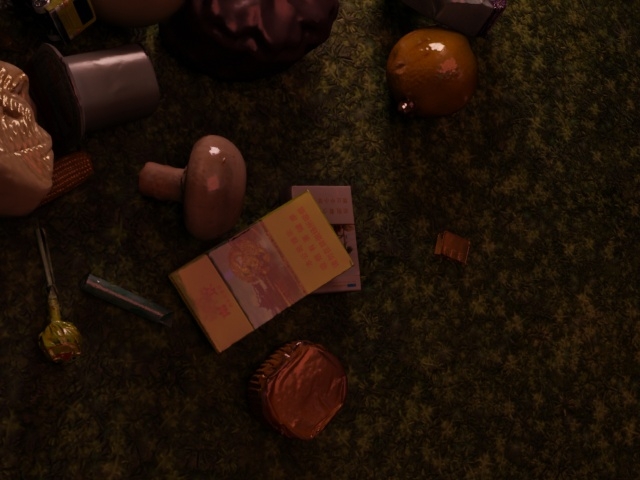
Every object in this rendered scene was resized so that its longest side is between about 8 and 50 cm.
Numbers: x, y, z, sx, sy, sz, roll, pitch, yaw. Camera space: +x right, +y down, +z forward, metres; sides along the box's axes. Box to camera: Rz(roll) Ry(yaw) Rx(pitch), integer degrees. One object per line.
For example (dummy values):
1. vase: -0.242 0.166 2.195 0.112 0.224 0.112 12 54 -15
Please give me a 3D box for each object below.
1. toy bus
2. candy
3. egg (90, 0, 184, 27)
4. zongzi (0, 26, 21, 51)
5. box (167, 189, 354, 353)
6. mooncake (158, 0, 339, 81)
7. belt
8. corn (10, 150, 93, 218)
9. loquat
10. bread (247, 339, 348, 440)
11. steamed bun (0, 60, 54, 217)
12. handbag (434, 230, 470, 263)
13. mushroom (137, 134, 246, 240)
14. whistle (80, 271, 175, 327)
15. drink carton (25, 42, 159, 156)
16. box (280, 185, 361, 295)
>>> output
1. toy bus: -0.505 -0.447 1.537 0.175 0.088 0.101 37 70 25
2. candy: -0.491 0.102 1.524 0.073 0.077 0.262 -14 79 -7
3. egg: -0.368 -0.502 1.592 0.242 0.186 0.186 10 73 16
4. zongzi: -0.628 -0.428 1.552 0.130 0.062 0.154 5 62 -47
5. box: -0.117 0.061 1.678 0.335 0.047 0.187 -32 91 -14
6. mooncake: -0.139 -0.528 1.730 0.351 0.212 0.381 1 83 -34
7. belt: 0.289 -0.603 1.950 0.325 0.122 0.260 16 43 -29
8. corn: -0.512 -0.102 1.537 0.207 0.068 0.068 -34 98 -30
9. loquat: 0.244 -0.368 1.898 0.213 0.213 0.246 44 66 -15
10. bread: -0.051 0.301 1.691 0.199 0.104 0.199 2 85 -28
11. steamed bun: -0.593 -0.169 1.396 0.289 0.203 0.276 45 31 -28
12. handbag: 0.313 0.017 1.967 0.083 0.027 0.061 22 71 -24
13. mushroom: -0.234 -0.115 1.613 0.209 0.206 0.206 35 68 -11
14. whistle: -0.366 0.116 1.593 0.186 0.039 0.039 27 70 -21
15. drink carton: -0.415 -0.277 1.557 0.190 0.191 0.185 -17 88 -35
16. box: 0.000 0.001 1.786 0.149 0.067 0.233 -2 82 -26
